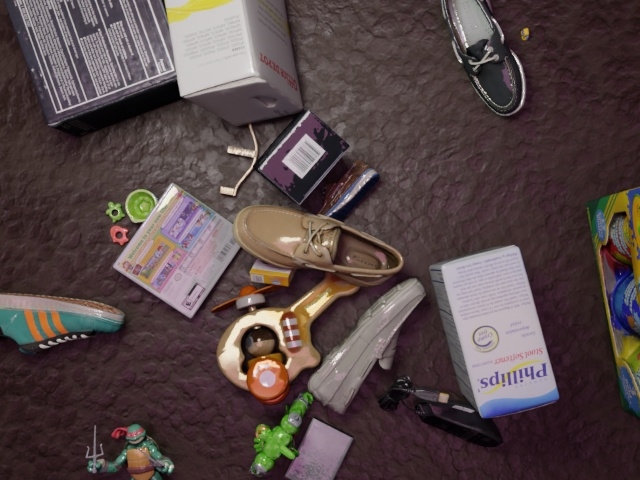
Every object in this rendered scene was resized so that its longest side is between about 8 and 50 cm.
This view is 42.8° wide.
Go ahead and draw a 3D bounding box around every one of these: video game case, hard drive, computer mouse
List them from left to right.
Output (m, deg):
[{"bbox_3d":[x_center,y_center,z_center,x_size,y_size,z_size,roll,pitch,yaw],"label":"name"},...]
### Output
[{"bbox_3d":[-0.287,0.021,1.686,0.193,0.023,0.212,35,83,-10],"label":"video game case"},{"bbox_3d":[-0.003,0.447,1.691,0.094,0.022,0.135,26,90,3],"label":"hard drive"},{"bbox_3d":[0.251,0.327,1.616,0.262,0.184,0.060,19,64,5],"label":"computer mouse"}]

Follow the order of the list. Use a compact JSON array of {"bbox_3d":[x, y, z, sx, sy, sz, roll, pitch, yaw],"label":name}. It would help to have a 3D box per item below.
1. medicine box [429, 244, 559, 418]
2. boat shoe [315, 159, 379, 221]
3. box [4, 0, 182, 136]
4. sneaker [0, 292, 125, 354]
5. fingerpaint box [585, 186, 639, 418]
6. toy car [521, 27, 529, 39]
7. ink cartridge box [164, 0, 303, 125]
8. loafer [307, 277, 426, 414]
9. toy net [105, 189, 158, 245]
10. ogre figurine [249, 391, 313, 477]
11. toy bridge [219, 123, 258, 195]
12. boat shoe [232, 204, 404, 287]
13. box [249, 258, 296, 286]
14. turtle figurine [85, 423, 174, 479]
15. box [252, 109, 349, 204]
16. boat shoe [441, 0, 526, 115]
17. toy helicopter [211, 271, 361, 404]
[{"bbox_3d":[0.323,0.167,1.566,0.149,0.263,0.289,-15,88,2],"label":"medicine box"},{"bbox_3d":[0.039,-0.090,1.692,0.183,0.066,0.066,-44,67,5],"label":"boat shoe"},{"bbox_3d":[-0.434,-0.403,1.657,0.294,0.183,0.296,-19,89,3],"label":"box"},{"bbox_3d":[-0.550,0.179,1.686,0.302,0.108,0.121,5,89,11],"label":"sneaker"},{"bbox_3d":[0.647,0.118,1.503,0.163,0.371,0.445,-10,88,2],"label":"fingerpaint box"},{"bbox_3d":[0.400,-0.384,1.693,0.060,0.040,0.122,5,89,3],"label":"toy car"},{"bbox_3d":[-0.175,-0.441,1.576,0.160,0.279,0.385,-13,83,15],"label":"ink cartridge box"},{"bbox_3d":[0.109,0.213,1.657,0.111,0.112,0.319,41,98,-2],"label":"loafer"},{"bbox_3d":[-0.371,0.015,1.709,0.122,0.045,0.232,-18,88,1],"label":"toy net"},{"bbox_3d":[-0.081,0.399,1.648,0.197,0.118,0.097,-36,87,0],"label":"ogre figurine"},{"bbox_3d":[-0.163,-0.185,1.717,0.063,0.026,0.188,11,88,0],"label":"toy bridge"},{"bbox_3d":[0.000,0.000,1.592,0.341,0.110,0.122,15,72,-19],"label":"boat shoe"},{"bbox_3d":[-0.085,0.040,1.665,0.081,0.136,0.028,7,123,13],"label":"box"},{"bbox_3d":[-0.366,0.463,1.660,0.175,0.118,0.234,-9,103,16],"label":"turtle figurine"},{"bbox_3d":[-0.043,-0.166,1.616,0.108,0.207,0.153,40,91,-9],"label":"box"},{"bbox_3d":[0.322,-0.394,1.657,0.114,0.091,0.302,-29,81,30],"label":"boat shoe"},{"bbox_3d":[-0.065,0.153,1.671,0.355,0.140,0.235,-41,78,-10],"label":"toy helicopter"}]
